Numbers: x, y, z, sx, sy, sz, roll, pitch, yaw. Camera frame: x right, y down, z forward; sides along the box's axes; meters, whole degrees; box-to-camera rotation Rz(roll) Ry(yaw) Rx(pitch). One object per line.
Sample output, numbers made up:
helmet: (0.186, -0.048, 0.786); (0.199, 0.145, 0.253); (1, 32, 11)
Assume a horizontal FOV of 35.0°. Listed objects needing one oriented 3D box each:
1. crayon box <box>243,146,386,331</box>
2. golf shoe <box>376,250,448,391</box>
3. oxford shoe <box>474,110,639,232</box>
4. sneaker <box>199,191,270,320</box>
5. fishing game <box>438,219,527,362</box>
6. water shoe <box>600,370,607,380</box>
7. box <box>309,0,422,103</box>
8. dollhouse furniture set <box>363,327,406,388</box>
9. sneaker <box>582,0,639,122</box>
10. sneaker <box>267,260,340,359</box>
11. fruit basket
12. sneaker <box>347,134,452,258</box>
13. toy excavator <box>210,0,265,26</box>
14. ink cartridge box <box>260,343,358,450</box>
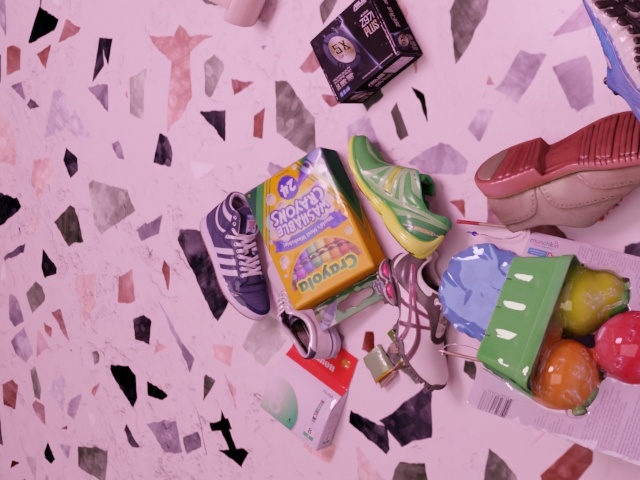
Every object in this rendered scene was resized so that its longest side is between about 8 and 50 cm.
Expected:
crayon box: (0.000, 0.000, 2.060); (0.203, 0.083, 0.323); (-30, 76, 23)
golf shoe: (0.199, 0.150, 1.928); (0.120, 0.105, 0.273); (-23, 83, 33)
oxford shoe: (0.458, -0.107, 1.662); (0.397, 0.140, 0.147); (-10, 123, 37)
sneaker: (-0.163, 0.026, 2.235); (0.153, 0.099, 0.282); (-44, 64, 39)
fishing game: (0.308, 0.095, 1.852); (0.189, 0.041, 0.264); (6, 93, 29)
water shoe: (0.517, 0.278, 1.690); (0.203, 0.072, 0.080); (62, 148, 24)
box: (0.086, -0.372, 1.963); (0.180, 0.077, 0.147); (-34, 73, 40)
dollhouse furniture set: (0.129, 0.233, 2.029); (0.152, 0.058, 0.076); (-50, 64, 35)
sneaker: (0.475, -0.302, 1.577); (0.147, 0.129, 0.330); (93, 166, -59)
sneaker: (-0.051, 0.140, 2.151); (0.258, 0.091, 0.094); (56, 127, 27)
fruit basket: (0.450, 0.172, 1.635); (0.353, 0.165, 0.327); (16, 76, 25)
sneaker: (0.153, -0.096, 1.946); (0.123, 0.109, 0.296); (-37, 62, 6)
toy excavator: (-0.356, -0.634, 2.201); (0.222, 0.432, 0.445); (-61, 30, 29)
ink cartridge box: (-0.027, 0.310, 2.187); (0.181, 0.056, 0.225); (33, 118, 33)
